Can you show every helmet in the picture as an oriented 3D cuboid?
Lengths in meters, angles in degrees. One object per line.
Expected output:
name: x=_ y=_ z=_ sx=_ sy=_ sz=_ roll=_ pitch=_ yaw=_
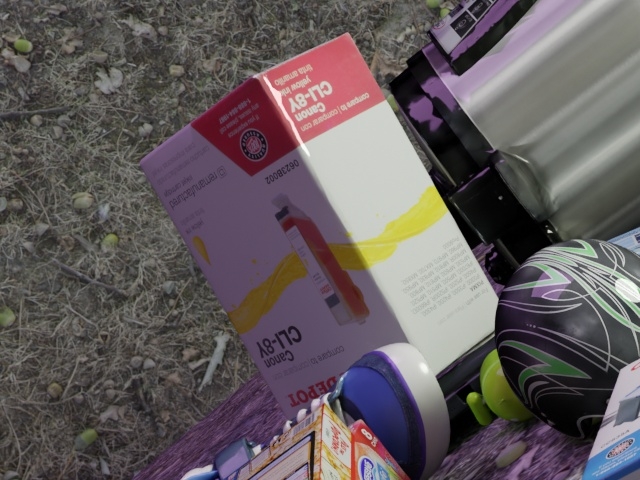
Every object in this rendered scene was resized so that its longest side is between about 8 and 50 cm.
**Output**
helmet: x=0.234 y=0.080 z=1.239 sx=0.169 sy=0.169 sz=0.161 roll=-39 pitch=-13 yaw=-22

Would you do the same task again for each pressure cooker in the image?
pressure cooker: x=0.285 y=-0.134 z=1.768 sx=0.420 sy=0.375 sz=0.370 roll=-38 pitch=-36 yaw=10

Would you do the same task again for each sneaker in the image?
sneaker: x=-0.024 y=0.231 z=1.412 sx=0.236 sy=0.130 sz=0.323 roll=-20 pitch=-20 yaw=-25

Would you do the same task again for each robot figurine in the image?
robot figurine: x=0.194 y=0.143 z=1.443 sx=0.101 sy=0.067 sz=0.115 roll=-26 pitch=5 yaw=5

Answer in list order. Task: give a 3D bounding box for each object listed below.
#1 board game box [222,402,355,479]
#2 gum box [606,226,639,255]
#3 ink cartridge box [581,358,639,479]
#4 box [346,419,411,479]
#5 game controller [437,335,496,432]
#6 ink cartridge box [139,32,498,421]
board game box: x=-0.041 y=0.224 z=1.151 sx=0.147 sy=0.045 sz=0.193 roll=-39 pitch=13 yaw=12
gum box: x=0.289 y=0.030 z=1.421 sx=0.157 sy=0.041 sz=0.184 roll=-24 pitch=3 yaw=12
ink cartridge box: x=0.260 y=0.122 z=0.949 sx=0.139 sy=0.082 sz=0.191 roll=-36 pitch=5 yaw=27
box: x=-0.035 y=0.294 z=1.313 sx=0.257 sy=0.123 sz=0.128 roll=-37 pitch=5 yaw=21
game controller: x=0.185 y=0.154 z=1.590 sx=0.319 sy=0.067 sz=0.166 roll=-37 pitch=-11 yaw=3
ink cartridge box: x=0.000 y=0.000 z=1.674 sx=0.160 sy=0.385 sz=0.279 roll=-31 pitch=2 yaw=-41
